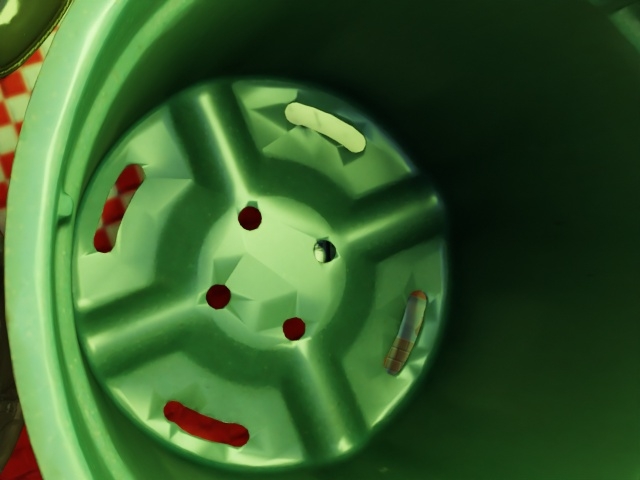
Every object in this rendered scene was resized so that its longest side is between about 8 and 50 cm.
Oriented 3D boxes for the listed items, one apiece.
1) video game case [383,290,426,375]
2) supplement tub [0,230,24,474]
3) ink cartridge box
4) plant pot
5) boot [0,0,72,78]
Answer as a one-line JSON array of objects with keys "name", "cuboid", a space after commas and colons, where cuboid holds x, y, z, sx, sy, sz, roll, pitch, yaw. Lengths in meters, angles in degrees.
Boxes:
[{"name": "video game case", "cuboid": [0.103, 0.191, 0.789, 0.204, 0.025, 0.285, 21, 82, -17]}, {"name": "supplement tub", "cuboid": [-0.234, 0.048, 0.523, 0.194, 0.316, 0.193, 1, 88, -19]}, {"name": "ink cartridge box", "cuboid": [0.000, 0.000, 0.746, 0.028, 0.048, 0.083, -1, 88, -20]}, {"name": "plant pot", "cuboid": [0.018, 0.016, 0.550, 0.341, 0.334, 0.341, 1, 87, -17]}, {"name": "boot", "cuboid": [-0.160, -0.201, 0.666, 0.082, 0.106, 0.219, 23, 81, -17]}]
